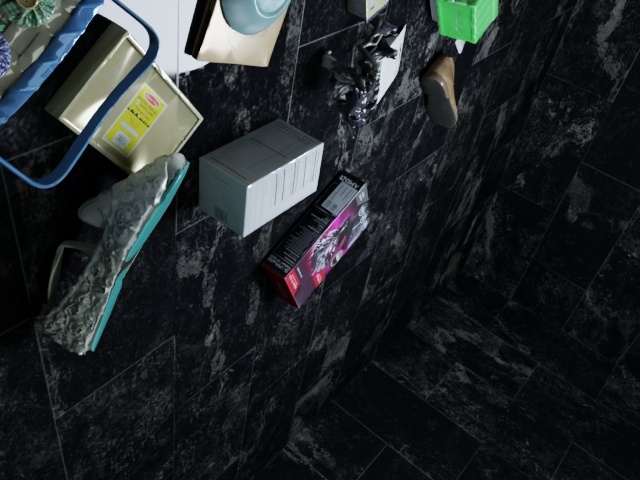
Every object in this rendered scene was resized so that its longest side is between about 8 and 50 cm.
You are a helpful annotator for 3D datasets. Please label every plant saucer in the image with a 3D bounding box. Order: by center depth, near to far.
[{"bbox_3d":[-0.091,-0.446,1.113,0.195,0.037,0.195,-44,153,-29],"label":"plant saucer"}]

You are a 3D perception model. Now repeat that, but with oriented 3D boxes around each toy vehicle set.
[{"bbox_3d":[-0.308,-0.207,1.051,0.166,0.035,0.267,-54,157,-7],"label":"toy vehicle set"}]

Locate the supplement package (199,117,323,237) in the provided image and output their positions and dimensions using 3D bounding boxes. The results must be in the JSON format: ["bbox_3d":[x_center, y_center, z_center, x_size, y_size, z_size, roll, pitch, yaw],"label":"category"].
[{"bbox_3d":[-0.125,-0.139,1.370,0.244,0.139,0.134,-35,148,-40],"label":"supplement package"}]

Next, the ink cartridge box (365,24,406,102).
[{"bbox_3d":[0.168,-0.466,1.675,0.146,0.045,0.179,95,18,-48],"label":"ink cartridge box"}]

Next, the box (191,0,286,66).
[{"bbox_3d":[-0.137,-0.399,1.159,0.201,0.021,0.165,-18,136,-57],"label":"box"}]

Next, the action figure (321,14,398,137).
[{"bbox_3d":[0.081,-0.375,1.478,0.164,0.140,0.276,67,44,-66],"label":"action figure"}]

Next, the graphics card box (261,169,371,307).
[{"bbox_3d":[0.000,0.000,1.860,0.371,0.094,0.233,-50,156,-17],"label":"graphics card box"}]

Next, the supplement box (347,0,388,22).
[{"bbox_3d":[0.104,-0.541,1.402,0.083,0.056,0.083,-46,155,-23],"label":"supplement box"}]

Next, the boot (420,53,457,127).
[{"bbox_3d":[0.397,-0.466,2.032,0.115,0.112,0.305,-62,157,-14],"label":"boot"}]

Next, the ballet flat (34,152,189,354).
[{"bbox_3d":[-0.370,0.014,1.087,0.409,0.147,0.147,-59,157,12],"label":"ballet flat"}]

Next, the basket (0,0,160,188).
[{"bbox_3d":[-0.350,-0.220,0.737,0.255,0.201,0.289,-56,147,-4],"label":"basket"}]

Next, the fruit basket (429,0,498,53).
[{"bbox_3d":[0.403,-0.724,1.683,0.327,0.165,0.353,39,66,-72],"label":"fruit basket"}]
